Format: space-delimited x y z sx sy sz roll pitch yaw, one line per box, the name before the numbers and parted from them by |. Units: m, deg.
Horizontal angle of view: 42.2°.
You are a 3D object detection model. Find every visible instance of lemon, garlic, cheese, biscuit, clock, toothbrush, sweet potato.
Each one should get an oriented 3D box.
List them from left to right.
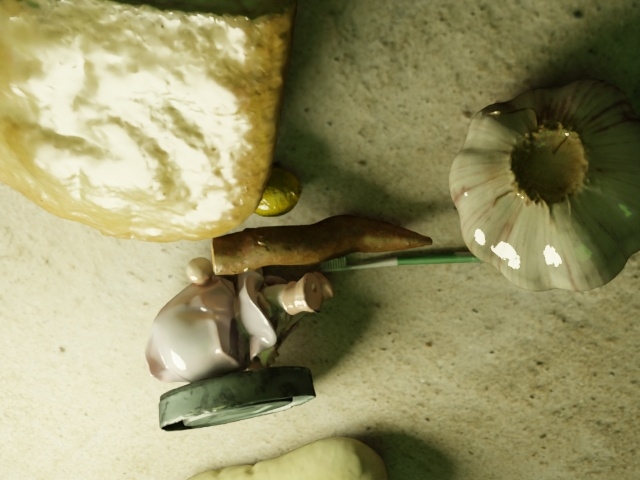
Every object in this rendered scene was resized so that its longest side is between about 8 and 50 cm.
biscuit | -0.259 -0.147 0.936 0.429 0.104 0.446 15 142 0
clock | -0.118 0.224 1.172 0.225 0.049 0.226 -12 163 -4
lemon | -0.064 -0.060 1.061 0.092 0.065 0.065 -12 121 35
cheese | -0.062 0.418 1.317 0.350 0.130 0.328 21 124 -9
sweet potato | 0.000 0.000 1.072 0.281 0.067 0.059 -8 88 -10
toothbrush | 0.124 0.026 1.119 0.257 0.018 0.024 -2 115 8
garlic | 0.280 -0.040 0.978 0.245 0.245 0.253 -13 156 14

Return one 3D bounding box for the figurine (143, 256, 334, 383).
figurine | -0.115 0.112 1.132 0.275 0.133 0.200 -23 113 18
